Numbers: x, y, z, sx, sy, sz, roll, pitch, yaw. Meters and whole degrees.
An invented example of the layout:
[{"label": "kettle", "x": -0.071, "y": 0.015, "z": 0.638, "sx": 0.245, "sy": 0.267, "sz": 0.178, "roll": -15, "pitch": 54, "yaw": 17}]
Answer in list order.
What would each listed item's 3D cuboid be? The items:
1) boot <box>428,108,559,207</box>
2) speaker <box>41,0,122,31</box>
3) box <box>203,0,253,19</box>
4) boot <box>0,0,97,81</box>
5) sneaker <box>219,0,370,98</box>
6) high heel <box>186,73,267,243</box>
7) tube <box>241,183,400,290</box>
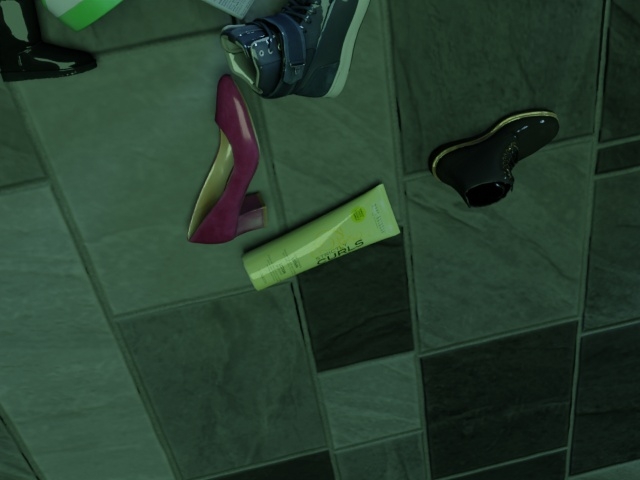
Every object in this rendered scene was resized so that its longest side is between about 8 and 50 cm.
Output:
[{"label": "boot", "x": 0.269, "y": -0.109, "z": 0.865, "sx": 0.198, "sy": 0.137, "sz": 0.077, "roll": -25, "pitch": 121, "yaw": 3}, {"label": "speaker", "x": -0.307, "y": -0.367, "z": 0.608, "sx": 0.131, "sy": 0.131, "sz": 0.296, "roll": -32, "pitch": 121, "yaw": 8}, {"label": "box", "x": -0.110, "y": -0.327, "z": 0.661, "sx": 0.072, "sy": 0.137, "sz": 0.126, "roll": 44, "pitch": 109, "yaw": 16}, {"label": "boot", "x": -0.338, "y": -0.244, "z": 0.724, "sx": 0.121, "sy": 0.045, "sz": 0.099, "roll": -8, "pitch": 118, "yaw": -6}, {"label": "sneaker", "x": -0.029, "y": -0.273, "z": 0.711, "sx": 0.163, "sy": 0.086, "sz": 0.226, "roll": -12, "pitch": 126, "yaw": -36}, {"label": "high heel", "x": -0.143, "y": -0.100, "z": 0.823, "sx": 0.117, "sy": 0.082, "sz": 0.244, "roll": -15, "pitch": 135, "yaw": -14}, {"label": "tube", "x": 0.000, "y": 0.000, "z": 0.923, "sx": 0.240, "sy": 0.062, "sz": 0.070, "roll": -24, "pitch": 162, "yaw": -2}]
